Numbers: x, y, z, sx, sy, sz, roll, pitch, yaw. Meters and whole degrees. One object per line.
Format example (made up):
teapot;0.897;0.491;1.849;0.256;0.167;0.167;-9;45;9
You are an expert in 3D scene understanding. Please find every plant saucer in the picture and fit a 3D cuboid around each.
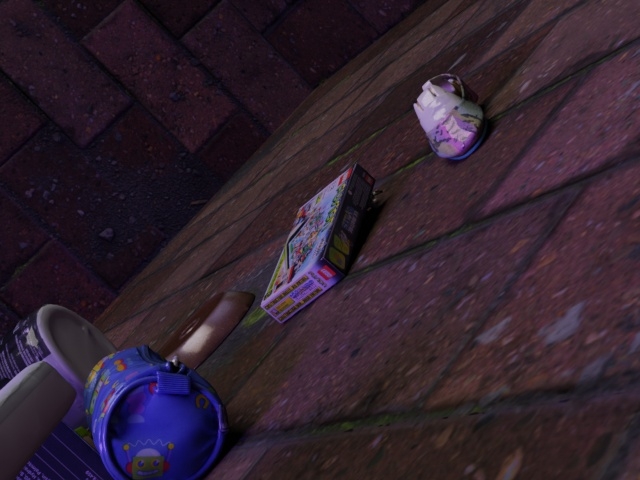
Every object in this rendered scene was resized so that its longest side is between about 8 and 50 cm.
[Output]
plant saucer;-0.176;0.136;1.661;0.198;0.036;0.198;-42;9;8

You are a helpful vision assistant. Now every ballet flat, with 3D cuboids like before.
ballet flat;0.150;-0.155;1.390;0.077;0.079;0.221;-41;10;17

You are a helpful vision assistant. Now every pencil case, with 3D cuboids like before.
pencil case;-0.180;0.178;1.217;0.306;0.119;0.133;174;112;-75

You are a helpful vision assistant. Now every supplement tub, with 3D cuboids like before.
supplement tub;-0.466;0.275;1.773;0.338;0.207;0.207;-43;9;12

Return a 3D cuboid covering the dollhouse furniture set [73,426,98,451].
dollhouse furniture set;-0.332;0.303;1.641;0.076;0.058;0.152;-49;-12;22

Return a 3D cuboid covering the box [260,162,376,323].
box;0.000;0.000;1.409;0.114;0.036;0.207;-38;18;32

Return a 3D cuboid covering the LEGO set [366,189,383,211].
LEGO set;0.052;-0.046;1.504;0.054;0.023;0.083;-50;11;-32

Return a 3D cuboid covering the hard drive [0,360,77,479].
hard drive;-0.262;0.193;0.656;0.233;0.047;0.353;-44;5;3

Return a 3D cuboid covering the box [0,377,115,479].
box;-0.395;0.328;1.320;0.312;0.179;0.343;-49;10;-16
